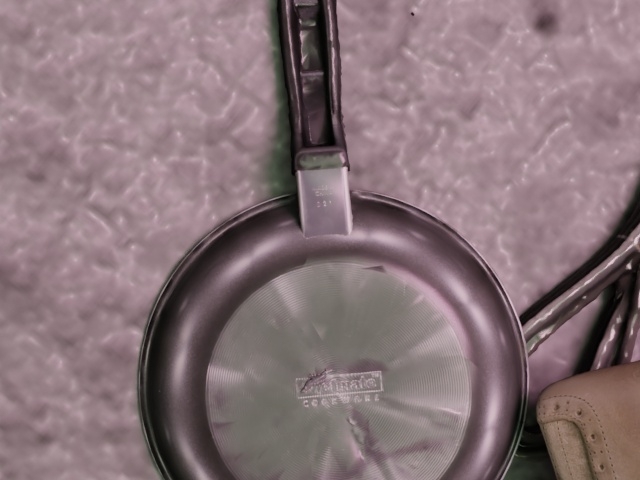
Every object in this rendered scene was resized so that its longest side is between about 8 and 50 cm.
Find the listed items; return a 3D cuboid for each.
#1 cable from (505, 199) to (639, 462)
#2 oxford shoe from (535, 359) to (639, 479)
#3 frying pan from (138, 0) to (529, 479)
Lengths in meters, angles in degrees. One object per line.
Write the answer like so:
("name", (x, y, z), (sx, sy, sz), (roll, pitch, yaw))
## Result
("cable", (0.188, -0.006, 0.722), (0.287, 0.072, 0.139), (-35, 100, -7))
("oxford shoe", (0.204, 0.235, 0.725), (0.146, 0.140, 0.397), (-2, 106, 30))
("frying pan", (0.027, 0.011, 0.698), (0.197, 0.053, 0.326), (18, 93, -3))
